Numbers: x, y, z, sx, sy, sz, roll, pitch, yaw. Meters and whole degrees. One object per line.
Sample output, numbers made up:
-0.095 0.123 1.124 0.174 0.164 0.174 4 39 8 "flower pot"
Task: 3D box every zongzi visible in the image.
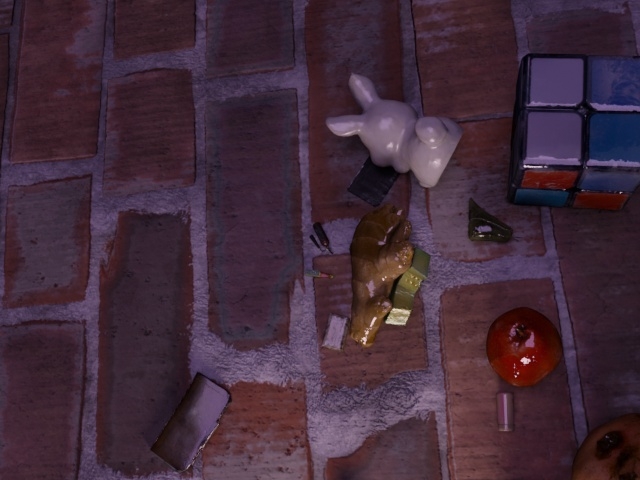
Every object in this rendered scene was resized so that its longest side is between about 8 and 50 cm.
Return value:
0.483 -0.058 1.996 0.154 0.062 0.131 3 63 6 "zongzi"

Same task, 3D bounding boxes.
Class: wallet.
-0.355 0.508 2.016 0.137 0.031 0.255 30 83 17 "wallet"

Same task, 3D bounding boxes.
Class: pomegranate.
0.722 0.548 1.642 0.322 0.322 0.322 -3 74 11 "pomegranate"

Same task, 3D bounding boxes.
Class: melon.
0.236 0.121 1.953 0.064 0.118 0.210 21 117 -3 "melon"

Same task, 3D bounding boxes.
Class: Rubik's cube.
0.659 -0.274 1.881 0.318 0.313 0.316 5 76 12 "Rubik's cube"

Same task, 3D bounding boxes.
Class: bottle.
0.473 0.437 1.859 0.045 0.045 0.096 -2 75 11 "bottle"

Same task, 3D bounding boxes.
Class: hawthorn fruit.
0.502 0.253 1.813 0.196 0.225 0.197 -8 61 15 "hawthorn fruit"

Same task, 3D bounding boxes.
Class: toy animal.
0.209 -0.311 2.019 0.367 0.241 0.196 27 78 17 "toy animal"

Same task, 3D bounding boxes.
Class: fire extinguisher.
-0.003 -0.002 2.087 0.046 0.032 0.100 -22 65 -7 "fire extinguisher"

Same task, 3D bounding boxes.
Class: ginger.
0.174 0.089 1.959 0.236 0.166 0.376 -14 78 33 "ginger"

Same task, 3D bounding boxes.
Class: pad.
0.162 -0.184 2.120 0.112 0.003 0.157 32 83 18 "pad"

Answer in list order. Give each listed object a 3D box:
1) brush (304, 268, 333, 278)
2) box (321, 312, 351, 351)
-0.003 0.095 2.065 0.083 0.021 0.019 8 74 13 "brush"
0.044 0.252 1.999 0.062 0.045 0.098 13 79 14 "box"
